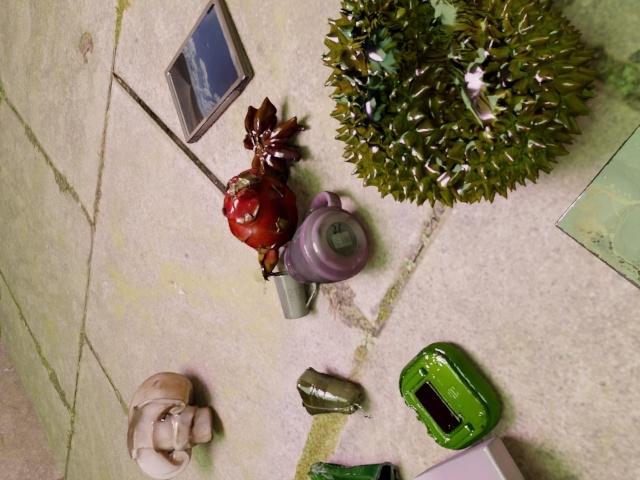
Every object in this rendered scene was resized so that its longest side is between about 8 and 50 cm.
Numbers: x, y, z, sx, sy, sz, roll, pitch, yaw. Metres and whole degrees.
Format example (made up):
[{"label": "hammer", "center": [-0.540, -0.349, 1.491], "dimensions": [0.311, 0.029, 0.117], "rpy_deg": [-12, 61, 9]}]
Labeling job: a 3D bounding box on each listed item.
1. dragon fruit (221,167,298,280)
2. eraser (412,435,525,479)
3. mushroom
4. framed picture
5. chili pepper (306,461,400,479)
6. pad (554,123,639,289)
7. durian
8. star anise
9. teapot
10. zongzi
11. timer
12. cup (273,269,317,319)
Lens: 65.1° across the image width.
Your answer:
[{"label": "dragon fruit", "center": [-0.099, -0.018, 0.879], "dimensions": [0.125, 0.125, 0.246], "rpy_deg": [-103, 8, -50]}, {"label": "eraser", "center": [0.271, 0.461, 0.617], "dimensions": [0.397, 0.082, 0.213], "rpy_deg": [61, 140, 25]}, {"label": "mushroom", "center": [-0.367, 0.435, 1.248], "dimensions": [0.189, 0.195, 0.254], "rpy_deg": [-115, 26, -62]}, {"label": "framed picture", "center": [-0.236, -0.338, 1.020], "dimensions": [0.260, 0.023, 0.189], "rpy_deg": [-30, 76, 46]}, {"label": "chili pepper", "center": [0.048, 0.431, 0.893], "dimensions": [0.227, 0.059, 0.088], "rpy_deg": [-22, 88, 48]}, {"label": "pad", "center": [0.431, 0.009, 0.437], "dimensions": [0.367, 0.007, 0.248], "rpy_deg": [47, 129, 27]}, {"label": "durian", "center": [0.133, -0.162, 0.558], "dimensions": [0.291, 0.224, 0.291], "rpy_deg": [2, 103, 8]}, {"label": "star anise", "center": [-0.092, -0.168, 0.885], "dimensions": [0.167, 0.057, 0.168], "rpy_deg": [14, 112, 38]}, {"label": "teapot", "center": [-0.007, 0.005, 0.807], "dimensions": [0.146, 0.116, 0.148], "rpy_deg": [-34, 80, 57]}, {"label": "zongzi", "center": [0.036, 0.298, 0.892], "dimensions": [0.154, 0.062, 0.130], "rpy_deg": [13, 130, 27]}, {"label": "timer", "center": [0.179, 0.224, 0.715], "dimensions": [0.140, 0.047, 0.128], "rpy_deg": [52, 132, 23]}, {"label": "cup", "center": [-0.041, 0.095, 0.914], "dimensions": [0.054, 0.074, 0.083], "rpy_deg": [-152, 50, -81]}]
